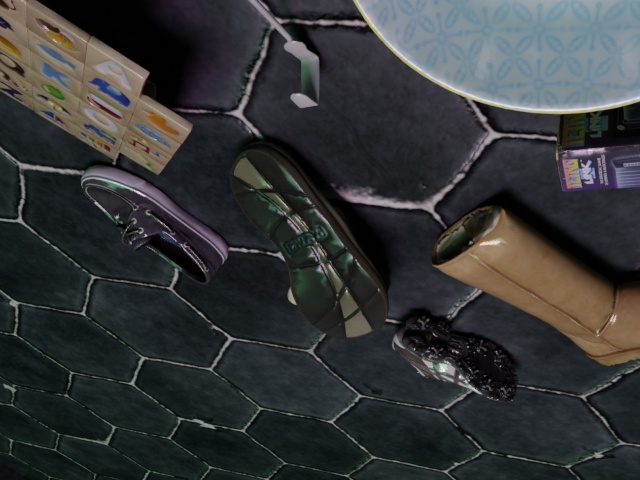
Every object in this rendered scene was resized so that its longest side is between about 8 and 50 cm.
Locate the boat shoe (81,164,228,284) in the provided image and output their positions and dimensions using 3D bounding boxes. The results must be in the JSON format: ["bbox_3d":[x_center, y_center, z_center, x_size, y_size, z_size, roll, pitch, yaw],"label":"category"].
[{"bbox_3d":[-0.234,-0.014,1.001,0.228,0.076,0.080,37,139,-22],"label":"boat shoe"}]

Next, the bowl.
[{"bbox_3d":[0.163,-0.244,0.479,0.290,0.156,0.289,12,143,9],"label":"bowl"}]

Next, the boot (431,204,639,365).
[{"bbox_3d":[0.299,0.042,0.834,0.270,0.089,0.236,32,141,-14],"label":"boot"}]

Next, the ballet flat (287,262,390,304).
[{"bbox_3d":[0.019,0.068,1.015,0.173,0.049,0.057,-15,133,36],"label":"ballet flat"}]

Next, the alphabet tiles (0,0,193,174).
[{"bbox_3d":[-0.279,-0.170,0.770,0.285,0.011,0.342,32,164,-14],"label":"alphabet tiles"}]

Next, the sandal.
[{"bbox_3d":[0.001,-0.001,0.918,0.120,0.086,0.302,-18,113,27],"label":"sandal"}]

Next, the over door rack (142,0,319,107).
[{"bbox_3d":[-0.169,-0.244,0.680,0.240,0.108,0.324,-2,151,28],"label":"over door rack"}]

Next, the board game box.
[{"bbox_3d":[0.268,-0.118,0.579,0.141,0.170,0.048,-3,139,27],"label":"board game box"}]

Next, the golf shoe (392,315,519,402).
[{"bbox_3d":[0.196,0.176,1.067,0.198,0.077,0.094,32,152,-6],"label":"golf shoe"}]
